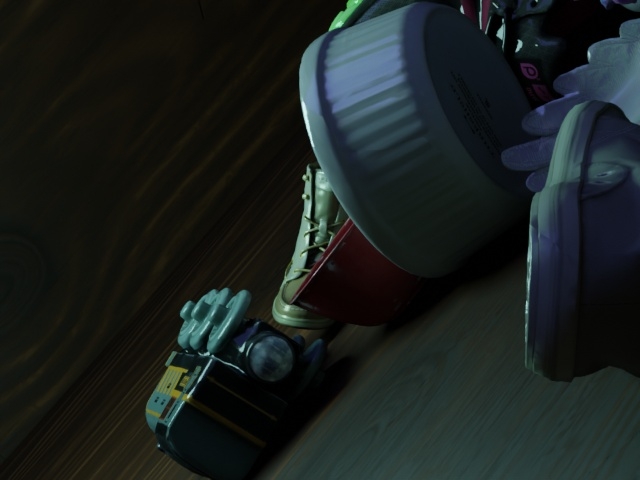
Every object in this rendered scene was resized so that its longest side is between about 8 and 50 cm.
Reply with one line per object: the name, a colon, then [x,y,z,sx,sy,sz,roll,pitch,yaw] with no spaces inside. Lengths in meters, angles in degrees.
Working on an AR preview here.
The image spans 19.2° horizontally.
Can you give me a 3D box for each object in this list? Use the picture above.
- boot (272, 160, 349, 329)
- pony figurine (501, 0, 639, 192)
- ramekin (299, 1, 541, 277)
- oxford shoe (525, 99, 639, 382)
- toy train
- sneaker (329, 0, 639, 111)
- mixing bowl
boot: [0.000,0.000,2.177,0.213,0.077,0.165,-60,-20,-66]
pony figurine: [0.298,-0.249,1.696,0.351,0.303,0.363,-27,4,39]
ramekin: [0.110,-0.108,1.848,0.127,0.273,0.273,-27,17,28]
oxford shoe: [0.218,0.001,1.328,0.130,0.169,0.449,1,12,9]
toy train: [-0.108,0.159,2.055,0.190,0.142,0.334,-57,11,-9]
sneaker: [0.189,-0.217,2.003,0.482,0.185,0.202,-30,45,22]
mixing bowl: [0.060,0.020,1.939,0.181,0.098,0.181,-54,2,3]
